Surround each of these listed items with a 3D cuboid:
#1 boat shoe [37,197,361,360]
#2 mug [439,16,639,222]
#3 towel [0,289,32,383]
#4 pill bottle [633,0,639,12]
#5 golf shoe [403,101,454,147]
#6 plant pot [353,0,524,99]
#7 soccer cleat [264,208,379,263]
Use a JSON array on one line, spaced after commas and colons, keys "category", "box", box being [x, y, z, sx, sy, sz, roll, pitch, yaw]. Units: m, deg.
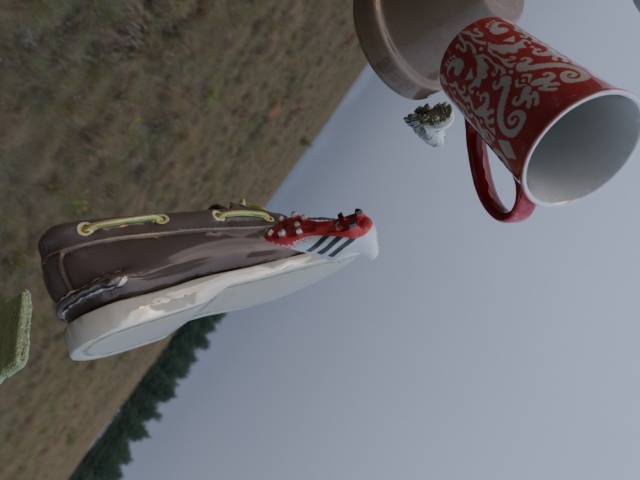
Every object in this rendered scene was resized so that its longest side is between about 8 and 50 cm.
[{"category": "boat shoe", "box": [-0.082, 0.012, 0.586, 0.325, 0.096, 0.117, -14, 164, -47]}, {"category": "mug", "box": [0.172, -0.111, 0.597, 0.150, 0.113, 0.169, -45, -136, 17]}, {"category": "towel", "box": [-0.497, 0.157, 1.050, 0.110, 0.027, 0.148, -34, -132, 20]}, {"category": "pill bottle", "box": [0.247, -0.187, 0.338, 0.103, 0.103, 0.184, -57, 179, -25]}, {"category": "golf shoe", "box": [0.232, -0.224, 1.314, 0.069, 0.086, 0.176, -35, -165, -1]}, {"category": "plant pot", "box": [0.225, -0.411, 1.184, 0.229, 0.263, 0.263, -14, -144, 48]}, {"category": "soccer cleat", "box": [0.000, 0.000, 0.438, 0.083, 0.035, 0.029, -5, -144, 31]}]
